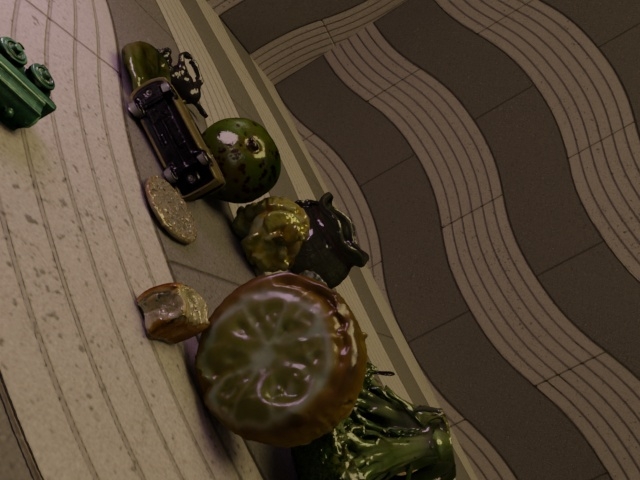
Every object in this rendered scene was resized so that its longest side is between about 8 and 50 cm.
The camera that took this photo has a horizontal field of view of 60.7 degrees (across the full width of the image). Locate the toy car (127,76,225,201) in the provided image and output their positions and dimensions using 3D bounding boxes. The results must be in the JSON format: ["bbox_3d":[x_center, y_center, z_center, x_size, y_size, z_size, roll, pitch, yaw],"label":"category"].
[{"bbox_3d":[-0.299,-0.211,1.157,0.256,0.101,0.124,62,5,4],"label":"toy car"}]

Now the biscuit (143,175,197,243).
[{"bbox_3d":[-0.281,-0.058,1.031,0.152,0.020,0.152,58,9,-14],"label":"biscuit"}]

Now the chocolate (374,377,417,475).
[{"bbox_3d":[0.133,0.462,1.318,0.134,0.134,0.309,48,13,-52],"label":"chocolate"}]

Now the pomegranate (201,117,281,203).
[{"bbox_3d":[-0.209,-0.183,1.328,0.211,0.211,0.263,60,-30,-2],"label":"pomegranate"}]

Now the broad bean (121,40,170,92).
[{"bbox_3d":[-0.390,-0.369,1.238,0.153,0.072,0.206,39,23,-48],"label":"broad bean"}]

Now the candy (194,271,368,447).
[{"bbox_3d":[-0.059,0.172,0.811,0.118,0.260,0.259,68,-2,-59],"label":"candy"}]

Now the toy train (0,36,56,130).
[{"bbox_3d":[-0.413,-0.211,0.689,0.170,0.071,0.111,52,22,-45],"label":"toy train"}]

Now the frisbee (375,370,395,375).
[{"bbox_3d":[0.068,0.327,1.390,0.187,0.211,0.012,16,76,-44],"label":"frisbee"}]

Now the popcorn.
[{"bbox_3d":[-0.110,-0.017,1.327,0.167,0.185,0.187,28,38,-39],"label":"popcorn"}]

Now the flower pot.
[{"bbox_3d":[0.000,0.000,1.715,0.301,0.213,0.302,57,11,-18],"label":"flower pot"}]

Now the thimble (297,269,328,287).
[{"bbox_3d":[-0.032,0.156,1.388,0.151,0.118,0.127,49,17,-49],"label":"thimble"}]

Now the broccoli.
[{"bbox_3d":[0.083,0.349,0.949,0.303,0.284,0.321,64,20,-57],"label":"broccoli"}]

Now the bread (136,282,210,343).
[{"bbox_3d":[-0.210,0.100,0.787,0.076,0.070,0.083,67,9,28],"label":"bread"}]

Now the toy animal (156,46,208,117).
[{"bbox_3d":[-0.386,-0.440,1.499,0.232,0.085,0.148,58,25,-49],"label":"toy animal"}]
